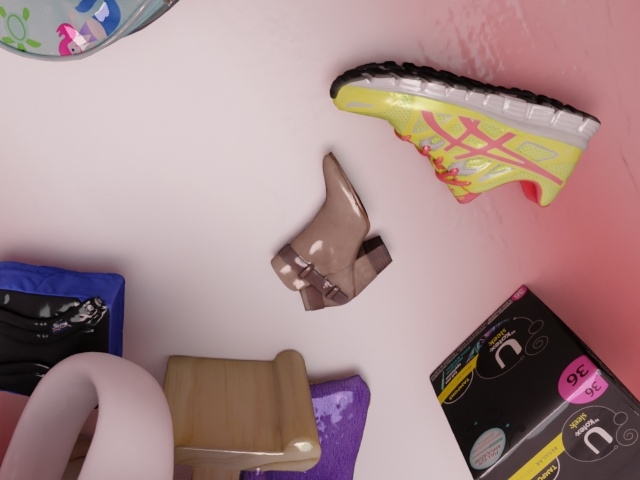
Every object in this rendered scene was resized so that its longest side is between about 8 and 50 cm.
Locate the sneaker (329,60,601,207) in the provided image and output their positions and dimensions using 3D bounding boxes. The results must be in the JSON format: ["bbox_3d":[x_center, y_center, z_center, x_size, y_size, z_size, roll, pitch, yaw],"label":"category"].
[{"bbox_3d":[0.104,-0.074,0.658,0.208,0.081,0.094,13,108,-10],"label":"sneaker"}]

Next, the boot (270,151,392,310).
[{"bbox_3d":[0.000,0.000,0.693,0.087,0.042,0.118,-27,108,6],"label":"boot"}]

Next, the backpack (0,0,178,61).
[{"bbox_3d":[-0.148,-0.236,0.523,0.253,0.191,0.225,-39,104,24],"label":"backpack"}]

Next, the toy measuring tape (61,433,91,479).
[{"bbox_3d":[-0.249,0.328,0.754,0.121,0.121,0.330,1,91,-6],"label":"toy measuring tape"}]

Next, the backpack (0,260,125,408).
[{"bbox_3d":[-0.211,0.066,0.662,0.120,0.101,0.098,5,106,-3],"label":"backpack"}]

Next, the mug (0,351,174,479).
[{"bbox_3d":[-0.179,0.250,0.520,0.276,0.328,0.374,22,74,-27],"label":"mug"}]

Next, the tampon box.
[{"bbox_3d":[0.175,0.134,0.689,0.101,0.161,0.120,41,99,-16],"label":"tampon box"}]

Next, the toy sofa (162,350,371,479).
[{"bbox_3d":[-0.053,0.284,0.722,0.177,0.150,0.363,5,107,-6],"label":"toy sofa"}]
